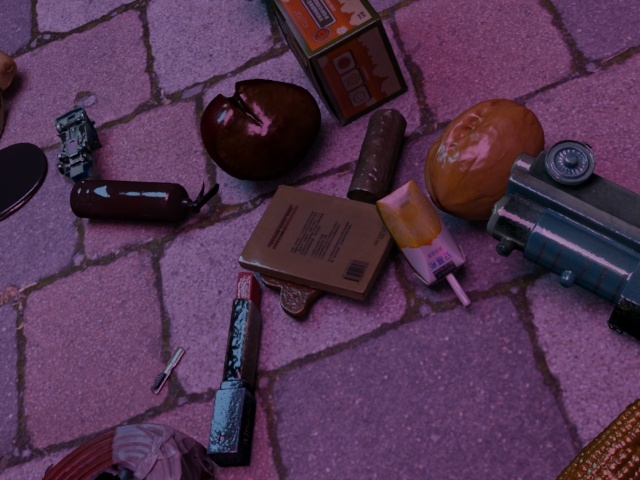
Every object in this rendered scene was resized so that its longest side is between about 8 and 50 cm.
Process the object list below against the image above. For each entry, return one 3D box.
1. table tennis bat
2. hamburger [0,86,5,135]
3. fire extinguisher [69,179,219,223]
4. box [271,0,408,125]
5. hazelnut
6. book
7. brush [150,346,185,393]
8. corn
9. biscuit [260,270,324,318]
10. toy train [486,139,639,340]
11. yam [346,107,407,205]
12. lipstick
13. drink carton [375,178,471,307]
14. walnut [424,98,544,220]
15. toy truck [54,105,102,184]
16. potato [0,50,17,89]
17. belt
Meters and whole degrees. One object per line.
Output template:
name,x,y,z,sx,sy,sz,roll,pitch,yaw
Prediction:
table tennis bat,-0.665,-0.082,1.875,0.301,0.022,0.173,-38,52,-7
hamburger,-0.709,-0.234,1.965,0.102,0.087,0.176,-8,60,31
fire extinguisher,-0.309,-0.075,1.692,0.267,0.072,0.089,3,47,25
box,0.030,-0.340,1.664,0.148,0.177,0.195,-29,51,3
hazelnut,-0.097,-0.188,1.634,0.204,0.178,0.178,-31,51,-6
book,0.000,0.000,1.501,0.230,0.026,0.161,14,62,28
brush,-0.241,0.202,1.509,0.016,0.013,0.084,18,64,33
corn,0.352,0.282,1.155,0.261,0.097,0.097,-42,52,-8
biscuit,0.012,0.034,1.507,0.205,0.031,0.138,-37,52,-5
toy train,0.374,-0.005,1.299,0.298,0.120,0.194,29,70,18
yam,0.093,-0.130,1.566,0.068,0.068,0.169,5,61,25
lipstick,-0.119,0.183,1.449,0.051,0.051,0.312,-9,53,19
drink carton,0.161,0.012,1.417,0.084,0.074,0.200,-31,86,-4
walnut,0.246,-0.123,1.444,0.159,0.159,0.207,35,80,36
toy truck,-0.449,-0.167,1.803,0.067,0.081,0.175,-24,49,6
potato,-0.724,-0.359,2.032,0.178,0.109,0.118,11,35,25
belt,-0.291,0.394,1.332,0.227,0.115,0.324,29,71,34
